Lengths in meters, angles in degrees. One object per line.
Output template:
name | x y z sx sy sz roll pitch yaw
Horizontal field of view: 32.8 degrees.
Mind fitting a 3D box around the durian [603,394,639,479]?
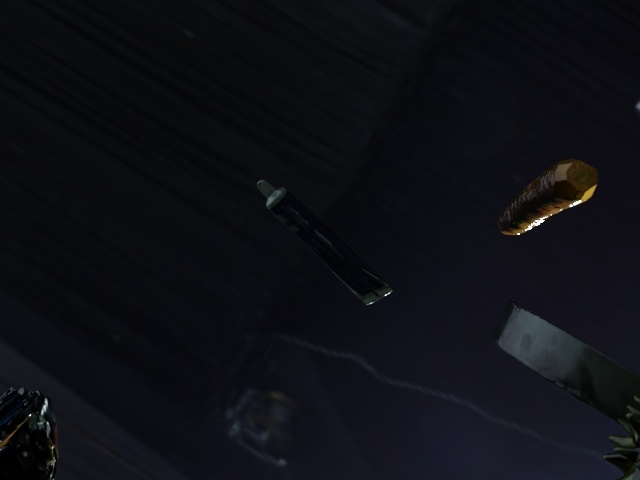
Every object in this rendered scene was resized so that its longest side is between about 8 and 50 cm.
durian | 0.284 0.135 0.523 0.291 0.224 0.291 -23 -124 39

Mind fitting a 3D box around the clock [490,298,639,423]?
clock | 0.362 0.180 1.379 0.066 0.318 0.319 -59 178 3

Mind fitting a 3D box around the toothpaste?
toothpaste | 0.000 0.000 0.880 0.037 0.140 0.021 -32 -161 48

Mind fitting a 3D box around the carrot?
carrot | 0.324 -0.056 1.601 0.066 0.066 0.314 -57 -179 -15

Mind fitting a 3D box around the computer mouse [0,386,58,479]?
computer mouse | -0.241 0.173 0.715 0.146 0.078 0.242 -33 -173 22
